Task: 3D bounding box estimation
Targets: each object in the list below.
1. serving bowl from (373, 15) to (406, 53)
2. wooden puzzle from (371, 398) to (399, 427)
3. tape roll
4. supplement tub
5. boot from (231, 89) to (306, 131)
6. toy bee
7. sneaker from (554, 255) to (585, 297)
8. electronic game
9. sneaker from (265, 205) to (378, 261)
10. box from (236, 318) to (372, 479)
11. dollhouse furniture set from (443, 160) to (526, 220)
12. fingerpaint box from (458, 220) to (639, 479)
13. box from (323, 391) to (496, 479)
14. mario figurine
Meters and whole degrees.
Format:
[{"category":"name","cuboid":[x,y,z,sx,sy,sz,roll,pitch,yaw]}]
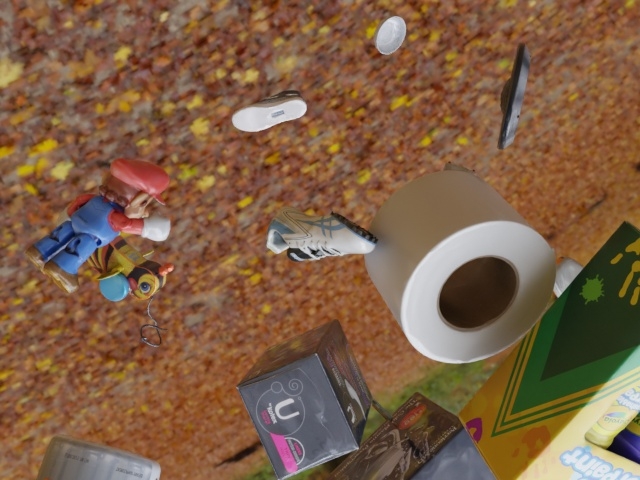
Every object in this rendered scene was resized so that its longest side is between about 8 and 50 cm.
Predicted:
[{"category":"serving bowl","cuboid":[0.143,-0.443,1.812,0.083,0.027,0.083,-26,134,-30]},{"category":"wooden puzzle","cuboid":[0.116,0.322,1.591,0.006,0.083,0.049,-43,163,-13]},{"category":"tape roll","cuboid":[0.205,0.038,1.275,0.246,0.169,0.246,-9,121,-14]},{"category":"supplement tub","cuboid":[-0.393,0.489,1.365,0.193,0.316,0.193,13,161,4]},{"category":"boot","cuboid":[-0.132,-0.330,2.136,0.190,0.086,0.069,-11,120,-4]},{"category":"toy bee","cuboid":[-0.420,0.072,1.958,0.162,0.298,0.195,-38,-157,24]},{"category":"sneaker","cuboid":[0.612,0.129,1.833,0.099,0.262,0.121,-50,-166,-21]},{"category":"electronic game","cuboid":[0.408,-0.307,1.806,0.048,0.229,0.229,11,169,9]},{"category":"sneaker","cuboid":[0.000,0.000,1.299,0.085,0.086,0.237,30,169,-35]},{"category":"box","cuboid":[-0.018,0.251,1.389,0.143,0.165,0.270,-24,-178,9]},{"category":"dollhouse furniture set","cuboid":[0.327,-0.065,1.719,0.129,0.183,0.129,12,97,-76]},{"category":"fingerpaint box","cuboid":[0.489,0.234,1.218,0.444,0.163,0.371,27,109,-31]},{"category":"box","cuboid":[0.157,0.482,1.572,0.343,0.179,0.312,-43,-172,-8]},{"category":"mario figurine","cuboid":[-0.429,-0.028,1.733,0.320,0.198,0.170,-46,-177,-17]}]
